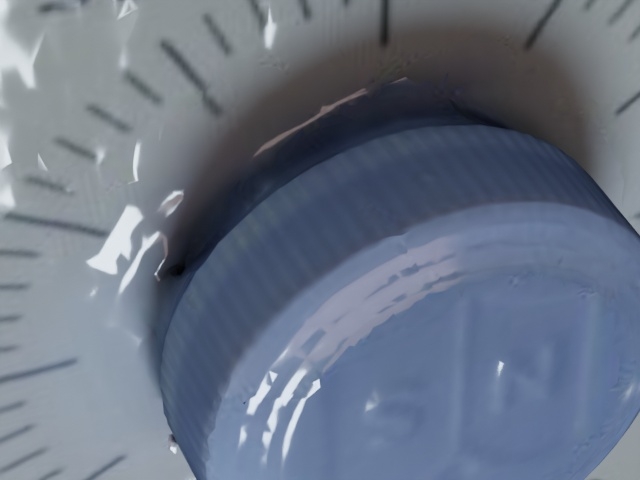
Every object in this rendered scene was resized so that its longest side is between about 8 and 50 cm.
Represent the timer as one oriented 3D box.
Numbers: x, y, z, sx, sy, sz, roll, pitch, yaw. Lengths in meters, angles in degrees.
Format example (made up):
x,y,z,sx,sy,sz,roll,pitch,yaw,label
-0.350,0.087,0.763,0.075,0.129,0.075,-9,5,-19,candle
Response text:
x,y,z,sx,sy,sz,roll,pitch,yaw,label
0.000,0.000,0.471,0.395,0.173,0.395,-15,131,-19,timer
